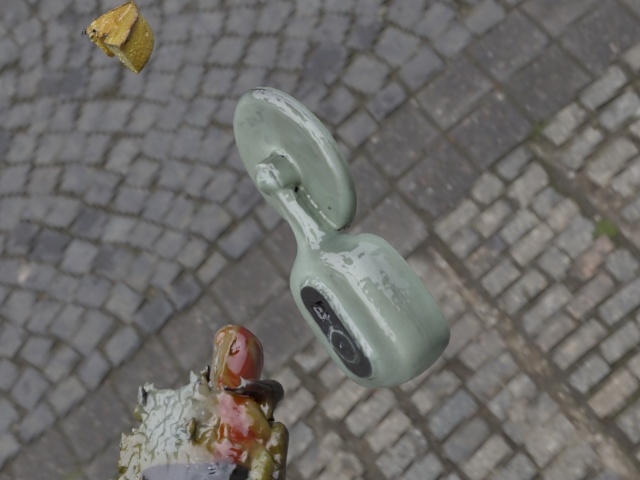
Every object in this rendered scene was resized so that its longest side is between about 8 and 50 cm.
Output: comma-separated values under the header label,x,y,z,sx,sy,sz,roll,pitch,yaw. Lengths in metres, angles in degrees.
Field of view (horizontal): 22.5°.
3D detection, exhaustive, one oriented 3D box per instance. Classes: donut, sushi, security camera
label,x,y,z,sx,sy,sz,roll,pitch,yaw
donut,-0.172,-0.168,1.374,0.083,0.038,0.067,-17,44,41
sushi,-0.076,0.156,0.966,0.097,0.103,0.226,131,153,-57
security camera,0.000,0.000,1.471,0.080,0.301,0.157,-34,3,-26
